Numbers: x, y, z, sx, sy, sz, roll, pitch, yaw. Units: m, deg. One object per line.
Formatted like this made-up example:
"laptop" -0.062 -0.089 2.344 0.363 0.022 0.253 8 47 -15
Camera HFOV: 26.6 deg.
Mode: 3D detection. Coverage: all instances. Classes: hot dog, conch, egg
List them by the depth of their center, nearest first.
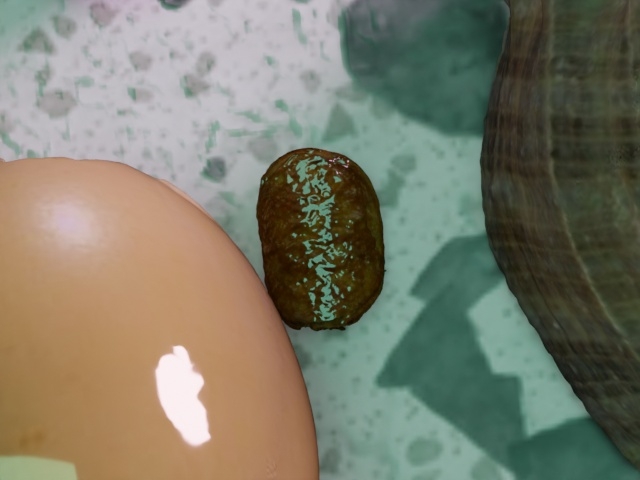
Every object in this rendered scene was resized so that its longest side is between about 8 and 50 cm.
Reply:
"egg" -0.098 0.089 0.527 0.201 0.201 0.244 -28 55 2
"conch" 0.195 -0.050 0.528 0.297 0.210 0.352 5 80 22
"hot dog" 0.000 0.000 0.616 0.058 0.035 0.083 -6 85 4
